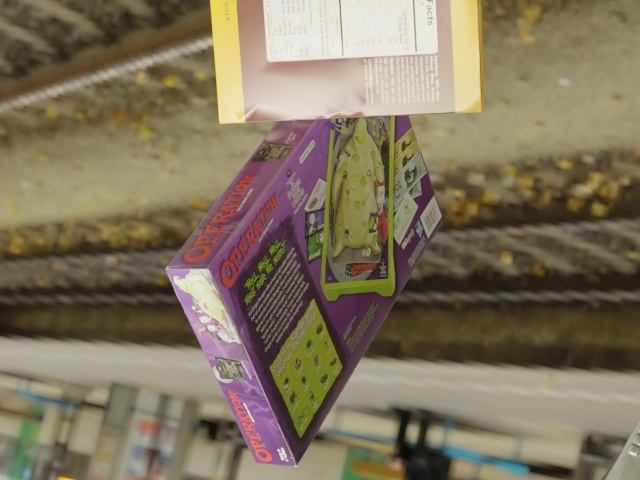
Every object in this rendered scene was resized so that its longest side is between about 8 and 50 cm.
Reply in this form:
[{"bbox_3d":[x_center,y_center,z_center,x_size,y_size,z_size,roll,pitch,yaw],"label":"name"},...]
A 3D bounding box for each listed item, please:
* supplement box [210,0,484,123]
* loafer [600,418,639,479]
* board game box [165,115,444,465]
[{"bbox_3d":[0.027,-0.170,1.240,0.194,0.129,0.191,-2,-167,6],"label":"supplement box"},{"bbox_3d":[0.250,0.237,1.318,0.094,0.251,0.087,38,179,20],"label":"loafer"},{"bbox_3d":[0.000,0.000,1.386,0.056,0.347,0.208,2,127,29],"label":"board game box"}]
